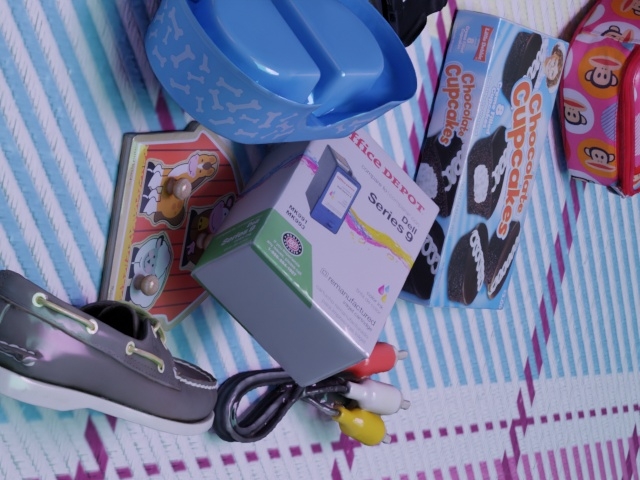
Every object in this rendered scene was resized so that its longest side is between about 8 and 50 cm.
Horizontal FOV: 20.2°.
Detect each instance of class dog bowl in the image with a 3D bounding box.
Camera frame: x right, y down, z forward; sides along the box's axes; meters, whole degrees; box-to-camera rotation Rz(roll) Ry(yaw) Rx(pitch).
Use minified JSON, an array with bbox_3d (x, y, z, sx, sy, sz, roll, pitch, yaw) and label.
[{"bbox_3d":[-0.035,-0.159,1.538,0.074,0.166,0.297,-44,162,29],"label":"dog bowl"}]

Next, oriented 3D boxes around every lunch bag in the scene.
[{"bbox_3d":[0.403,-0.201,2.263,0.293,0.120,0.258,-51,147,-36],"label":"lunch bag"}]

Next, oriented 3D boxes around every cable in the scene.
[{"bbox_3d":[0.002,0.142,1.815,0.287,0.072,0.139,6,94,-58],"label":"cable"}]

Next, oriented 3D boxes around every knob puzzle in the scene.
[{"bbox_3d":[-0.116,-0.010,1.595,0.213,0.030,0.213,-32,129,-49],"label":"knob puzzle"}]

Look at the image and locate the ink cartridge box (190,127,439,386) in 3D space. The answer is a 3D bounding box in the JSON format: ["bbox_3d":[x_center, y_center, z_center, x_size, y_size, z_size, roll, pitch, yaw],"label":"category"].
[{"bbox_3d":[0.000,0.000,1.629,0.154,0.093,0.212,46,42,-17],"label":"ink cartridge box"}]

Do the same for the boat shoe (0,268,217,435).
[{"bbox_3d":[-0.175,0.094,1.473,0.305,0.109,0.091,21,91,-55],"label":"boat shoe"}]

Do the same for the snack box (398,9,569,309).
[{"bbox_3d":[0.180,-0.084,2.005,0.187,0.060,0.321,5,99,-59],"label":"snack box"}]

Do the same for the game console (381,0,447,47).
[{"bbox_3d":[0.073,-0.304,1.686,0.213,0.044,0.361,-48,156,-20],"label":"game console"}]
